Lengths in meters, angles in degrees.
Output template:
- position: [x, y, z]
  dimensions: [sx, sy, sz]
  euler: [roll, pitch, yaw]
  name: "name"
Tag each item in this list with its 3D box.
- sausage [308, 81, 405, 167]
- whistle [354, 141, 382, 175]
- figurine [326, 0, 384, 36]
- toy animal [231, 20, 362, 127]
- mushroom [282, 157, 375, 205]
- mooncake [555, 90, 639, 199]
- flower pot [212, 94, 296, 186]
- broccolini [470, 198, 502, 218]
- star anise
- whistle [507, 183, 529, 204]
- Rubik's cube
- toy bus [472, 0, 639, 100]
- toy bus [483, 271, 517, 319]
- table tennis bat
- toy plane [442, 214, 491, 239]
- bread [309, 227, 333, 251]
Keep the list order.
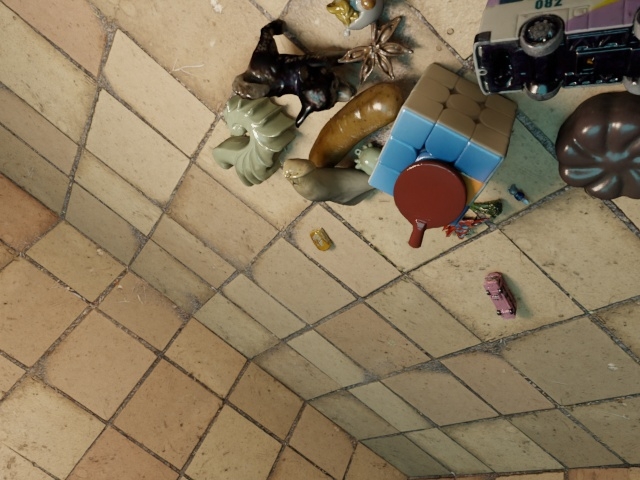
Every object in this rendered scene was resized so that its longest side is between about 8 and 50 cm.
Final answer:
- position: [0.090, -0.362, 1.529]
  dimensions: [0.136, 0.123, 0.501]
  euler: [47, 145, -10]
  name: "sausage"
- position: [0.228, -0.246, 1.596]
  dimensions: [0.253, 0.105, 0.101]
  euler: [27, 116, -4]
  name: "whistle"
- position: [0.149, -0.658, 1.203]
  dimensions: [0.274, 0.193, 0.133]
  euler: [-42, 132, 9]
  name: "figurine"
- position: [-0.071, -0.474, 1.400]
  dimensions: [0.345, 0.302, 0.194]
  euler: [22, 142, 12]
  name: "toy animal"
- position: [0.020, -0.201, 1.591]
  dimensions: [0.177, 0.397, 0.125]
  euler: [-27, 69, 46]
  name: "mushroom"
- position: [0.788, -0.241, 1.231]
  dimensions: [0.306, 0.154, 0.306]
  euler: [19, 141, 17]
  name: "mooncake"
- position: [-0.250, -0.361, 1.729]
  dimensions: [0.254, 0.164, 0.367]
  euler: [37, 140, 2]
  name: "flower pot"
- position: [0.516, -0.114, 1.613]
  dimensions: [0.216, 0.058, 0.067]
  euler: [6, 93, 36]
  name: "broccolini"
- position: [0.166, -0.541, 1.336]
  dimensions: [0.172, 0.063, 0.208]
  euler: [32, 111, -6]
  name: "star anise"
- position: [0.641, -0.147, 1.508]
  dimensions: [0.083, 0.029, 0.033]
  euler: [40, 124, 0]
  name: "whistle"
- position: [0.351, -0.275, 1.350]
  dimensions: [0.292, 0.291, 0.290]
  euler: [27, 139, 4]
  name: "Rubik's cube"
- position: [0.583, -0.476, 1.032]
  dimensions: [0.440, 0.249, 0.209]
  euler: [4, 163, 28]
  name: "toy bus"
- position: [0.692, 0.213, 1.794]
  dimensions: [0.063, 0.090, 0.203]
  euler: [-14, 123, 39]
  name: "toy bus"
- position: [0.297, -0.093, 1.316]
  dimensions: [0.201, 0.038, 0.310]
  euler: [19, 139, 13]
  name: "table tennis bat"
- position: [0.512, -0.061, 1.649]
  dimensions: [0.189, 0.061, 0.130]
  euler: [-19, 119, 37]
  name: "toy plane"
- position: [0.000, 0.000, 2.028]
  dimensions: [0.072, 0.053, 0.106]
  euler: [-15, 117, 36]
  name: "bread"
